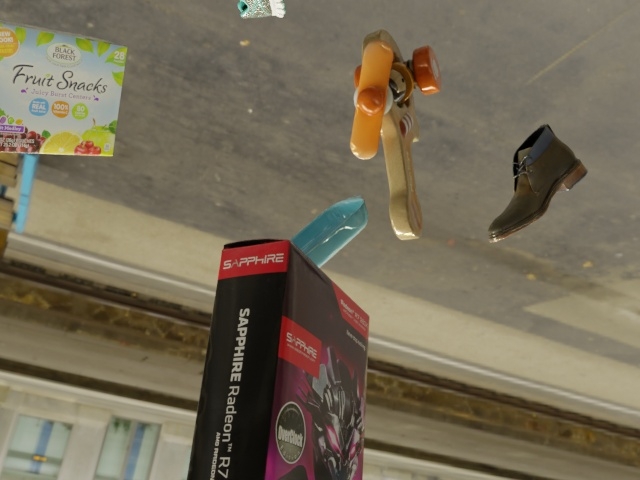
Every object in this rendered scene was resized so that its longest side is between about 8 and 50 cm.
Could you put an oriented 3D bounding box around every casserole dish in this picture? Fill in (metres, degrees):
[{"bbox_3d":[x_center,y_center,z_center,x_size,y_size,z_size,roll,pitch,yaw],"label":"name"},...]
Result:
[{"bbox_3d":[0.000,0.000,1.005,0.037,0.188,0.114,55,158,-17],"label":"casserole dish"}]

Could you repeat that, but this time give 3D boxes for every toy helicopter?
[{"bbox_3d":[0.122,-0.178,1.109,0.140,0.355,0.235,-10,172,22],"label":"toy helicopter"}]

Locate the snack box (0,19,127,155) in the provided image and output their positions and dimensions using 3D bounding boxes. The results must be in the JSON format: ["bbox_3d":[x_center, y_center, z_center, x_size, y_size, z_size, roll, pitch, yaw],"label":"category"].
[{"bbox_3d":[-0.397,-0.216,0.970,0.070,0.175,0.207,24,-162,35],"label":"snack box"}]

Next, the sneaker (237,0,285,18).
[{"bbox_3d":[-0.097,-0.371,0.944,0.076,0.065,0.166,-15,154,-1],"label":"sneaker"}]

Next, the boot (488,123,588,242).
[{"bbox_3d":[0.326,-0.093,1.082,0.106,0.219,0.082,54,159,-7],"label":"boot"}]

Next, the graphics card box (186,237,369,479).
[{"bbox_3d":[-0.035,0.211,0.699,0.094,0.371,0.233,-6,151,24],"label":"graphics card box"}]
